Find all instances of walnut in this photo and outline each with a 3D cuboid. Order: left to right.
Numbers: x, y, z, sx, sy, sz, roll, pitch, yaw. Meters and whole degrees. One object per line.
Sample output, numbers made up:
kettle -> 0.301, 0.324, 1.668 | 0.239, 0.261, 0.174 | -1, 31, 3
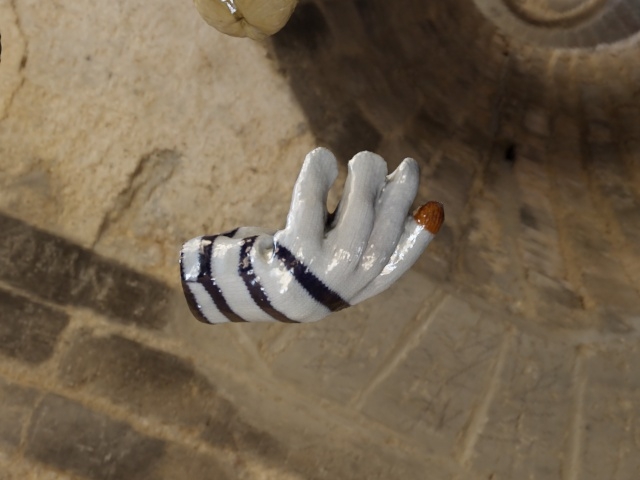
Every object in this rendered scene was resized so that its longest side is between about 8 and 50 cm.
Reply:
walnut -> -0.089, -0.325, 1.115 | 0.166, 0.166, 0.149 | 44, 168, 43

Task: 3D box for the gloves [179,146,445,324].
gloves -> 0.000, 0.010, 0.777 | 0.219, 0.140, 0.131 | -7, -125, 9
